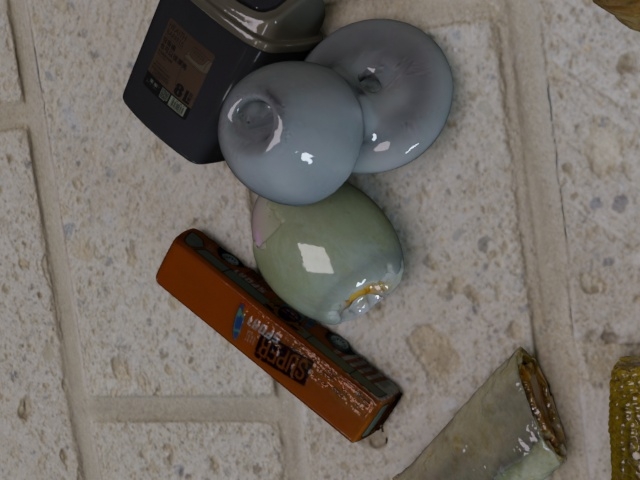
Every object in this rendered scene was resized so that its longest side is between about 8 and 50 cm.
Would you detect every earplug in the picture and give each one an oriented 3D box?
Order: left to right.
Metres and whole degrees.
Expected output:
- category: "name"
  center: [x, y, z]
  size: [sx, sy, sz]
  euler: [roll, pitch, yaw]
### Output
- category: "earplug"
  center: [0.017, -0.168, 1.361]
  size: [0.214, 0.326, 0.175]
  euler: [49, 153, 23]

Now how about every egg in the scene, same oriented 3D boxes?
- category: "egg"
  center: [0.000, 0.000, 1.445]
  size: [0.183, 0.183, 0.217]
  euler: [-45, 69, 27]

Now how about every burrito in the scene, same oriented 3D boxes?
- category: "burrito"
  center: [0.215, 0.288, 1.416]
  size: [0.143, 0.105, 0.299]
  euler: [48, 119, 18]

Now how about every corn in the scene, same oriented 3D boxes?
- category: "corn"
  center: [0.405, 0.297, 1.315]
  size: [0.102, 0.101, 0.310]
  euler: [2, 98, 29]

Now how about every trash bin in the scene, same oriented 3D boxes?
- category: "trash bin"
  center: [-0.132, -0.266, 1.479]
  size: [0.209, 0.182, 0.290]
  euler: [41, 121, 16]

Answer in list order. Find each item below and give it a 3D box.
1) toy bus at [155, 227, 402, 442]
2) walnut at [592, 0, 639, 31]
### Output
- category: "toy bus"
  center: [-0.069, 0.129, 1.553]
  size: [0.409, 0.092, 0.093]
  euler: [37, 111, 18]
- category: "walnut"
  center: [0.388, -0.311, 1.200]
  size: [0.184, 0.155, 0.155]
  euler: [-25, 86, 25]
